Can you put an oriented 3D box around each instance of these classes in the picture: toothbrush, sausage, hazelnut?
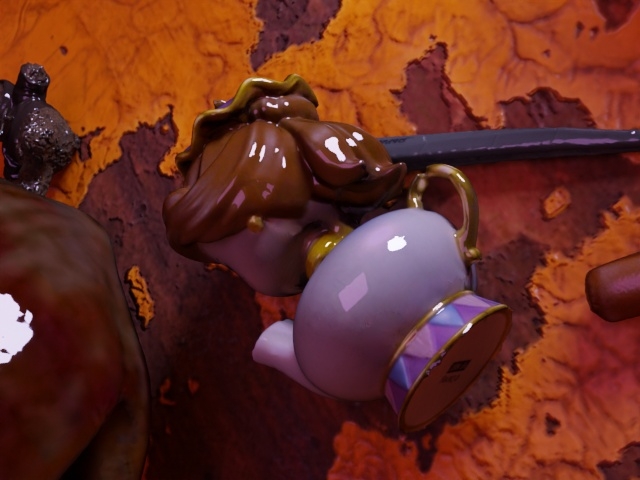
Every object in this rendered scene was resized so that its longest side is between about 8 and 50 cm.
[{"bbox_3d":[0.134,-0.067,0.595,0.297,0.031,0.030,-2,55,30],"label":"toothbrush"},{"bbox_3d":[0.222,0.017,0.520,0.131,0.041,0.039,-20,92,25],"label":"sausage"},{"bbox_3d":[-0.328,0.137,0.627,0.429,0.402,0.402,36,98,31],"label":"hazelnut"}]

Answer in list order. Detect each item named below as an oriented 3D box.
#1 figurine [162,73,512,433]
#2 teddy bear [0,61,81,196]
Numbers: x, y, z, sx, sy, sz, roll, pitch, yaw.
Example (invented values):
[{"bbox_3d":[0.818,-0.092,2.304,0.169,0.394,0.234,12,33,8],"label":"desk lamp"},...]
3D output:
[{"bbox_3d":[0.000,0.000,0.589,0.263,0.142,0.190,43,103,27],"label":"figurine"},{"bbox_3d":[-0.261,-0.095,0.799,0.160,0.077,0.119,49,127,44],"label":"teddy bear"}]
